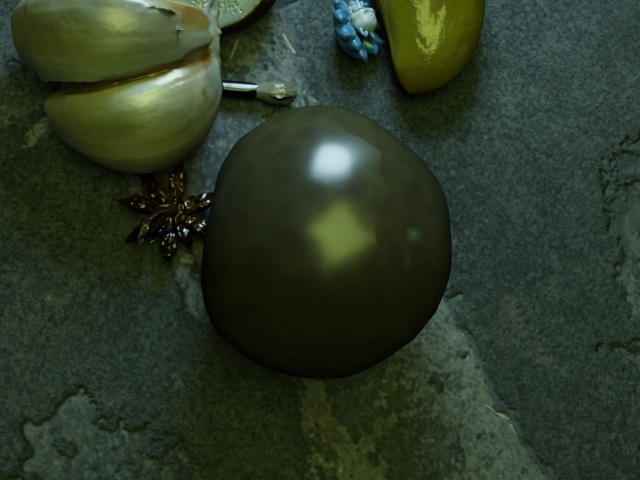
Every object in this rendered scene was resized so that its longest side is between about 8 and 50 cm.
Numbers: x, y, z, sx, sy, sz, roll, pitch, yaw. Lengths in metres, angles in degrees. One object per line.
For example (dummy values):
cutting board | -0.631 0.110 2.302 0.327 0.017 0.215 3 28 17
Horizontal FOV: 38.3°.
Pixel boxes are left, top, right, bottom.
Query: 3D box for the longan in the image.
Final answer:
longan | 0.000 0.000 1.319 0.405 0.336 0.404 -9 69 25

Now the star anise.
star anise | -0.230 -0.044 1.422 0.168 0.057 0.167 5 72 -17

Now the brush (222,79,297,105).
brush | -0.185 -0.245 1.477 0.299 0.039 0.042 3 80 -9

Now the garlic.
garlic | -0.298 -0.257 1.368 0.313 0.286 0.249 -4 42 -6

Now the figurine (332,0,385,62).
figurine | 0.064 -0.345 1.520 0.114 0.079 0.114 35 42 -40

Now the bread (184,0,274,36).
bread | -0.164 -0.448 1.475 0.236 0.070 0.236 0 93 4

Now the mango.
mango | 0.183 -0.415 1.531 0.195 0.142 0.331 -13 90 -14
